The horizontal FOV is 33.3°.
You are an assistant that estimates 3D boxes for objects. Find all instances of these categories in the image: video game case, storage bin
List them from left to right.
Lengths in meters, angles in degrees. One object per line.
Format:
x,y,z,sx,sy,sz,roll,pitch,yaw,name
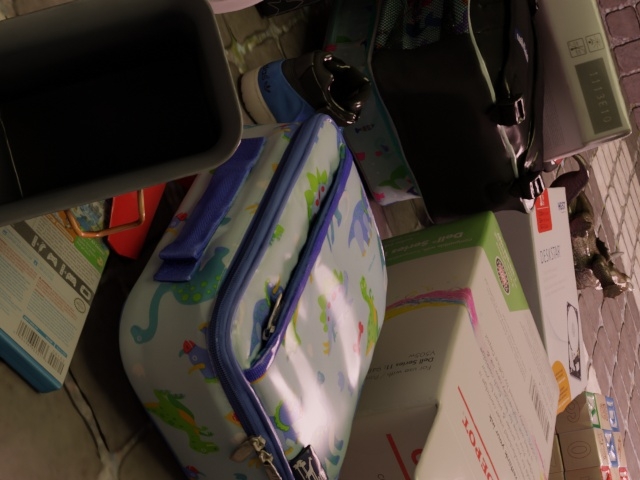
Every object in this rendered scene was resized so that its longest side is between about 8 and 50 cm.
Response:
-0.152,-0.021,0.559,0.119,0.015,0.166,54,32,-37,video game case
-0.103,-0.051,0.498,0.091,0.135,0.098,150,-76,-89,storage bin

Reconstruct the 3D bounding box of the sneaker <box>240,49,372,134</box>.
0.010,-0.093,0.854,0.152,0.084,0.058,49,35,-44,sneaker

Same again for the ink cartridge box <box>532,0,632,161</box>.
0.221,-0.220,1.141,0.239,0.060,0.275,167,-93,-82,ink cartridge box

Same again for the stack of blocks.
0.301,0.327,1.220,0.171,0.087,0.297,23,56,-59,stack of blocks

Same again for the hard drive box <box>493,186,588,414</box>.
0.216,0.062,1.156,0.181,0.089,0.232,-11,94,-65,hard drive box

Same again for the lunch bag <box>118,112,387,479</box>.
-0.030,0.038,0.653,0.219,0.090,0.176,-67,145,-46,lunch bag

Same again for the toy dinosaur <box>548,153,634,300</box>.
0.348,-0.008,1.495,0.313,0.121,0.160,58,16,-32,toy dinosaur

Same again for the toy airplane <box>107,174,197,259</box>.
-0.090,-0.043,0.653,0.151,0.028,0.151,-5,90,-72,toy airplane

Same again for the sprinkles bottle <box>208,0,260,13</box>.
-0.083,-0.336,0.754,0.121,0.121,0.355,36,45,-54,sprinkles bottle

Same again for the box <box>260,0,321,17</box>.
0.025,-0.317,0.920,0.142,0.163,0.247,65,26,-26,box

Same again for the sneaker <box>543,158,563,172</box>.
0.295,-0.205,1.412,0.097,0.135,0.276,48,28,-38,sneaker

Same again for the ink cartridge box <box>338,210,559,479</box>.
0.092,0.153,0.843,0.207,0.119,0.353,66,26,-21,ink cartridge box

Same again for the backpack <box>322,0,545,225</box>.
0.114,-0.162,0.980,0.225,0.191,0.253,60,35,-45,backpack
